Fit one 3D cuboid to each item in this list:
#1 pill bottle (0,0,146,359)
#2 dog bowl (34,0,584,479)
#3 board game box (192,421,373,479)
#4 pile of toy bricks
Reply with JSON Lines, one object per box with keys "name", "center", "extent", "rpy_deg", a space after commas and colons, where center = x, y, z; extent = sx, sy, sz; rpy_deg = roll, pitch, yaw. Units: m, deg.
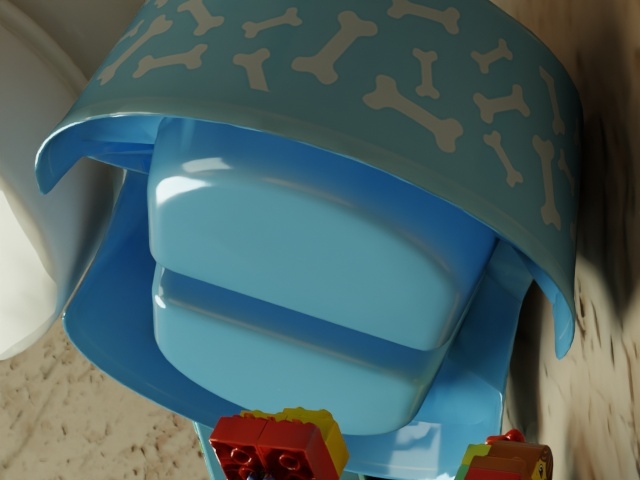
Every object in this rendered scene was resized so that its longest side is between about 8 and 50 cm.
{"name": "pill bottle", "center": [-0.113, -0.136, 0.774], "extent": [0.204, 0.204, 0.361], "rpy_deg": [93, -163, -49]}
{"name": "dog bowl", "center": [0.000, 0.000, 0.611], "extent": [0.297, 0.166, 0.074], "rpy_deg": [100, -172, -69]}
{"name": "board game box", "center": [-0.030, 0.057, 1.017], "extent": [0.254, 0.079, 0.336], "rpy_deg": [-103, -1, -58]}
{"name": "pile of toy bricks", "center": [0.047, 0.111, 0.587], "extent": [0.105, 0.118, 0.212], "rpy_deg": [-62, -35, -40]}
